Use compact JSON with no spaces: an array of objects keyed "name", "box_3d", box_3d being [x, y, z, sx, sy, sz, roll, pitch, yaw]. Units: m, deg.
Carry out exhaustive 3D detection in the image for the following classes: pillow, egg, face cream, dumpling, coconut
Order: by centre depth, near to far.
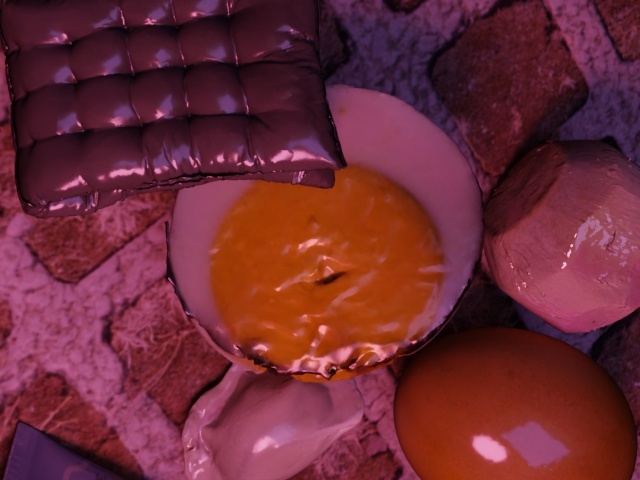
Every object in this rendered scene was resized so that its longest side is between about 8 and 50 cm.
[{"name":"pillow","box_3d":[-0.147,-0.149,1.118,0.326,0.101,0.228,-8,83,-3]},{"name":"egg","box_3d":[0.000,0.000,1.246,0.337,0.201,0.337,0,83,-4]},{"name":"face cream","box_3d":[-0.196,0.341,1.298,0.385,0.086,0.135,33,44,-29]},{"name":"dumpling","box_3d":[-0.068,0.206,1.321,0.229,0.124,0.151,-32,77,-7]},{"name":"egg","box_3d":[0.237,0.232,1.394,0.322,0.250,0.250,28,89,-20]},{"name":"coconut","box_3d":[0.325,0.001,1.399,0.230,0.227,0.227,35,86,-18]}]
